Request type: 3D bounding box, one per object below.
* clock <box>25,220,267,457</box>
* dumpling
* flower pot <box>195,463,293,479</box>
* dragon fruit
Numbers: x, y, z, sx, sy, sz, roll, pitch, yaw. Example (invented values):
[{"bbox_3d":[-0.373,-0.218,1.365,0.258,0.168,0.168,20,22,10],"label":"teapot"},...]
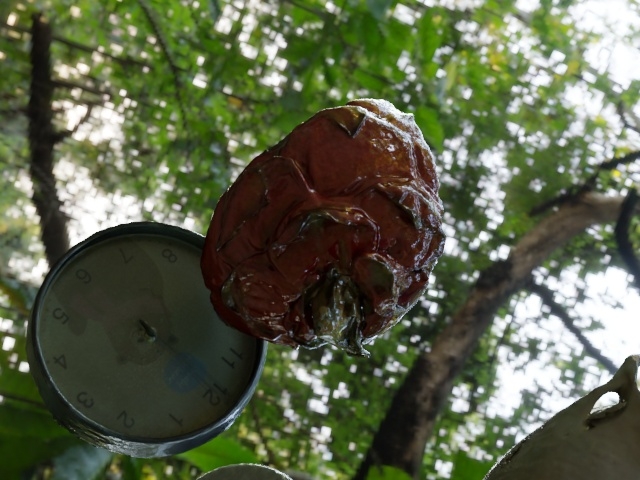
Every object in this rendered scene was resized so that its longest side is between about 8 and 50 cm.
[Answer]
[{"bbox_3d":[-0.194,0.109,1.244,0.055,0.280,0.281,126,-29,-60],"label":"clock"},{"bbox_3d":[0.193,0.221,0.738,0.163,0.204,0.293,22,-109,45],"label":"dumpling"},{"bbox_3d":[-0.101,0.509,1.604,0.330,0.293,0.294,83,-1,-49],"label":"flower pot"},{"bbox_3d":[0.000,0.000,1.124,0.317,0.152,0.205,-53,-127,9],"label":"dragon fruit"}]
